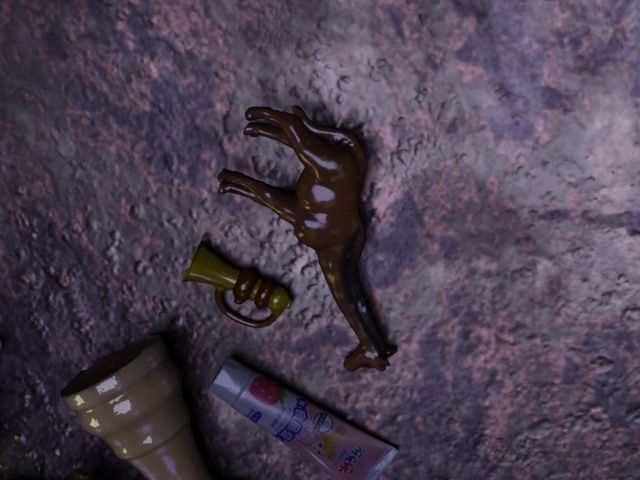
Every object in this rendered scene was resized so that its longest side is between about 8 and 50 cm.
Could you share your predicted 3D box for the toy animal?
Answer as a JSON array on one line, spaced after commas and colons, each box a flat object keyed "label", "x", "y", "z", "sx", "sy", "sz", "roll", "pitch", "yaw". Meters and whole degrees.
[{"label": "toy animal", "x": 0.000, "y": 0.000, "z": 1.102, "sx": 0.230, "sy": 0.066, "sz": 0.224, "roll": 30, "pitch": 119, "yaw": 6}]

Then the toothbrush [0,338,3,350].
[{"label": "toothbrush", "x": -0.487, "y": -0.001, "z": 1.197, "sx": 0.386, "sy": 0.040, "sz": 0.040, "roll": 39, "pitch": 108, "yaw": -6}]

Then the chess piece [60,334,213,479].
[{"label": "chess piece", "x": -0.113, "y": 0.290, "z": 1.175, "sx": 0.117, "sy": 0.117, "sz": 0.397, "roll": -26, "pitch": 99, "yaw": 17}]

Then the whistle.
[{"label": "whistle", "x": -0.083, "y": 0.051, "z": 1.142, "sx": 0.109, "sy": 0.046, "sz": 0.057, "roll": 30, "pitch": 93, "yaw": -3}]

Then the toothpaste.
[{"label": "toothpaste", "x": -0.021, "y": 0.185, "z": 1.165, "sx": 0.194, "sy": 0.043, "sz": 0.067, "roll": 32, "pitch": 105, "yaw": -3}]

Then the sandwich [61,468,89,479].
[{"label": "sandwich", "x": -0.178, "y": 0.340, "z": 1.150, "sx": 0.215, "sy": 0.065, "sz": 0.186, "roll": 14, "pitch": 132, "yaw": 46}]
